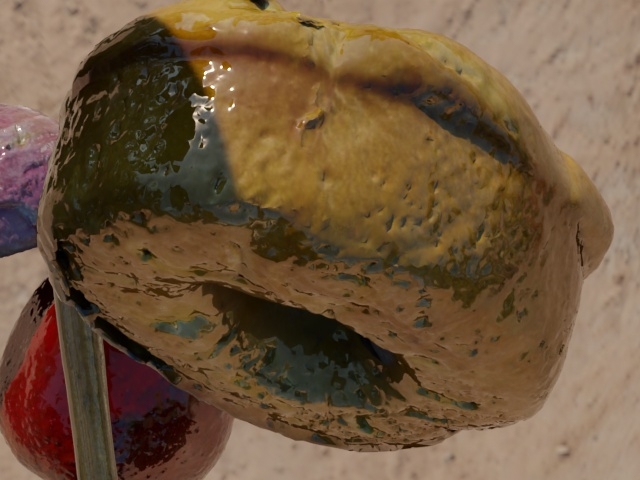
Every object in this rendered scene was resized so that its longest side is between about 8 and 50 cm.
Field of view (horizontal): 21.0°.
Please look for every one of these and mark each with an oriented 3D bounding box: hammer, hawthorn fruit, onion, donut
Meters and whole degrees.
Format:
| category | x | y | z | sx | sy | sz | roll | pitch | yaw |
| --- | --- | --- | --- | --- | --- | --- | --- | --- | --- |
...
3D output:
| category | x | y | z | sx | sy | sz | roll | pitch | yaw |
| --- | --- | --- | --- | --- | --- | --- | --- | --- | --- |
| hammer | -0.182 | 0.237 | 1.482 | 0.044 | 0.168 | 0.440 | -6 | 85 | -21 |
| hawthorn fruit | -0.206 | 0.128 | 1.867 | 0.265 | 0.265 | 0.307 | 23 | 100 | 14 |
| onion | -0.414 | -0.049 | 1.842 | 0.267 | 0.348 | 0.159 | -4 | 107 | 47 |
| donut | 0.000 | 0.000 | 0.967 | 0.317 | 0.299 | 0.150 | 15 | 63 | -3 |
